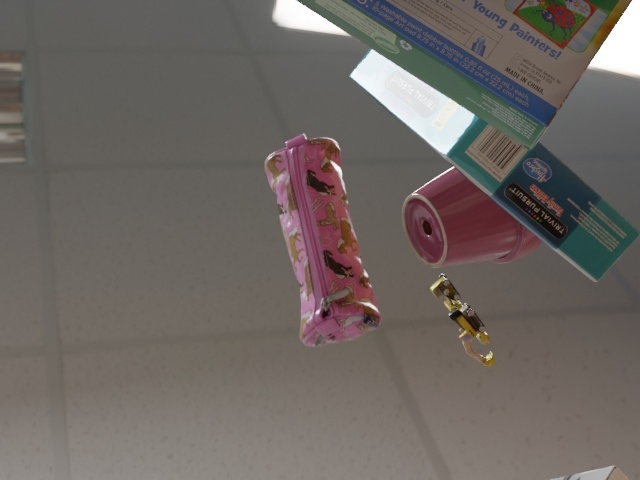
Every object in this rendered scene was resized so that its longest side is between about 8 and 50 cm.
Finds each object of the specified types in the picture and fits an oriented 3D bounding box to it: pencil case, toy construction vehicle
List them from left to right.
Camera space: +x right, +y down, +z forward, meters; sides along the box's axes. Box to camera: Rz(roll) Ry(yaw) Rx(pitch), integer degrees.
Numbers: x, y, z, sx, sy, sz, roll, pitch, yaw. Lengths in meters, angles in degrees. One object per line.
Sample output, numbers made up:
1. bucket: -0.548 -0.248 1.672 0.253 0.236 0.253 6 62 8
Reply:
1. pencil case: 0.000 0.000 1.871 0.160 0.167 0.386 -2 -112 -30
2. toy construction vehicle: 0.167 0.096 1.184 0.035 0.098 0.086 -36 -161 2

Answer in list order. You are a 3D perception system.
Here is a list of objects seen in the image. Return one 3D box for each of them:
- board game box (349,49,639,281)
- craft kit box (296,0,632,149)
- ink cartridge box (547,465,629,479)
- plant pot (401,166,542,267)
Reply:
1. board game box: 0.194 -0.109 1.195 0.254 0.079 0.336 36 -171 -27
2. craft kit box: 0.133 -0.238 0.810 0.250 0.061 0.246 35 -104 7
3. ink cartridge box: 0.392 0.442 1.479 0.172 0.237 0.100 47 -125 -5
4. plant pot: 0.244 -0.042 1.665 0.180 0.201 0.201 -19 -137 -23
